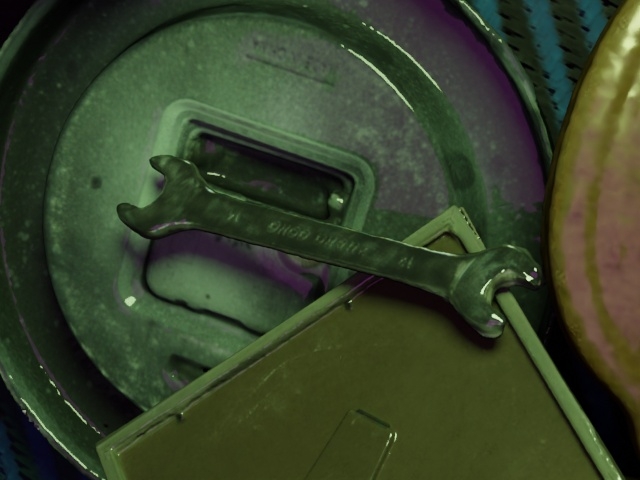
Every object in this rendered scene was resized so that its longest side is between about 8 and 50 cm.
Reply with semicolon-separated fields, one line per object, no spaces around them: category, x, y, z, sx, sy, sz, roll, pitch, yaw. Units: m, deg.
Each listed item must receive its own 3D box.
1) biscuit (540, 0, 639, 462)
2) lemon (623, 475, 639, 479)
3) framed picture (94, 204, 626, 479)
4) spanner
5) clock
biscuit;0.306;-0.016;0.679;0.381;0.074;0.359;16;93;0
lemon;0.171;0.254;0.729;0.236;0.236;0.263;-47;59;18
framed picture;0.009;0.120;0.722;0.260;0.023;0.189;-35;58;10
spanner;0.000;0.000;0.746;0.254;0.015;0.054;15;72;24
clock;-0.038;-0.008;0.835;0.386;0.076;0.386;3;99;17
